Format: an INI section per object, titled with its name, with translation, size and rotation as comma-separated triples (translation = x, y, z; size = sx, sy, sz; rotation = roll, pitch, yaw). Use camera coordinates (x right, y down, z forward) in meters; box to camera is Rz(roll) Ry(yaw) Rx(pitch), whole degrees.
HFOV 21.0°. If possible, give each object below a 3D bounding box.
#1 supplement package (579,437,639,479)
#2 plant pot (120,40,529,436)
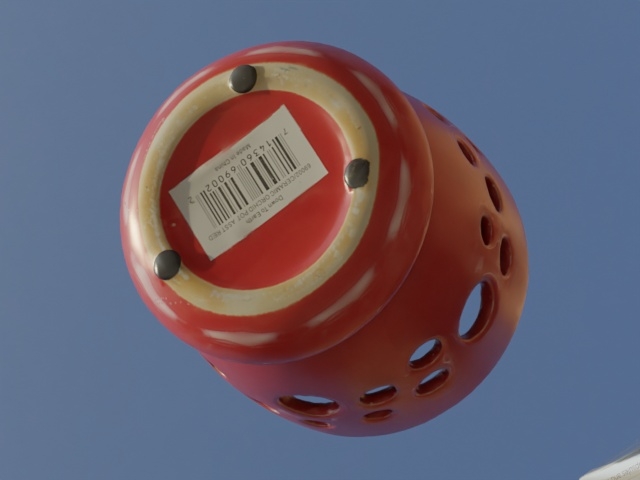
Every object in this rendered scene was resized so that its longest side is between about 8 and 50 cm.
[supplement package]
translation = 0.284, 0.151, 0.886
size = 0.149, 0.194, 0.203
rotation = -24, -102, -39
[plant pot]
translation = 0.000, 0.000, 0.921
size = 0.191, 0.174, 0.191
rotation = -6, -106, 20
